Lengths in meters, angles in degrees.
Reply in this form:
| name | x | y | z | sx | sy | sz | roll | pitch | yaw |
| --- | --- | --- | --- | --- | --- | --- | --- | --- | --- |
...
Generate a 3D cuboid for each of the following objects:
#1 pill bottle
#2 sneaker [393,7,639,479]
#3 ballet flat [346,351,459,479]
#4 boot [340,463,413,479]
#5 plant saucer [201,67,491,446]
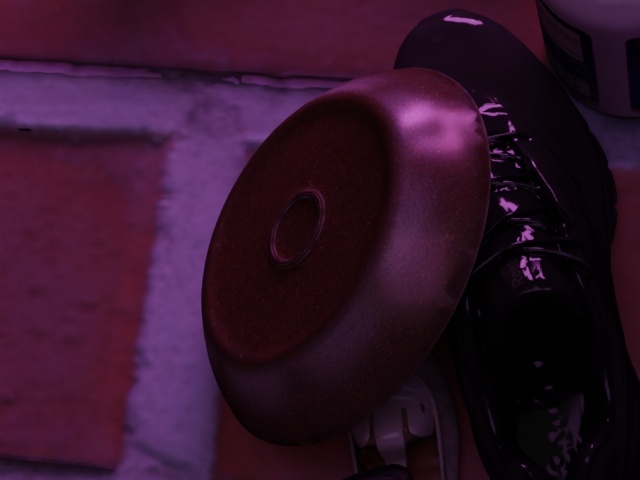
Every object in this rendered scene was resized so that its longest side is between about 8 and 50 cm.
| name | x | y | z | sx | sy | sz | roll | pitch | yaw |
| --- | --- | --- | --- | --- | --- | --- | --- | --- | --- |
| pill bottle | 0.149 | -0.130 | 0.934 | 0.094 | 0.169 | 0.094 | -3 | 73 | 10 |
| sneaker | 0.098 | 0.008 | 0.925 | 0.109 | 0.130 | 0.286 | -20 | 69 | 7 |
| ballet flat | 0.042 | 0.114 | 0.943 | 0.057 | 0.052 | 0.168 | -12 | 71 | 7 |
| boot | -0.058 | 0.264 | 0.884 | 0.338 | 0.118 | 0.223 | -26 | 88 | 21 |
| plant saucer | 0.000 | 0.000 | 0.932 | 0.198 | 0.036 | 0.198 | -32 | 45 | 38 |
